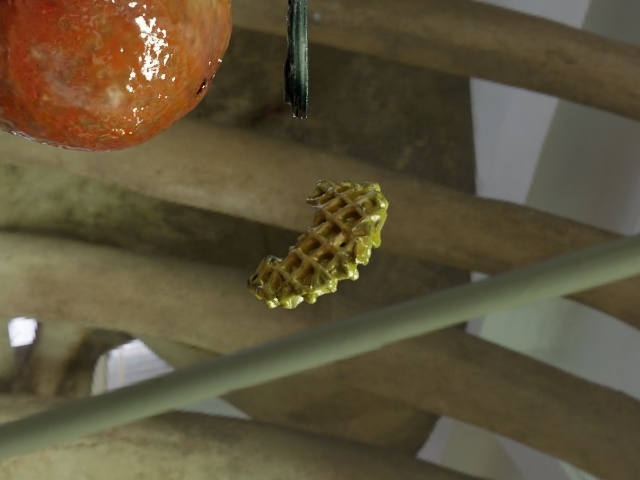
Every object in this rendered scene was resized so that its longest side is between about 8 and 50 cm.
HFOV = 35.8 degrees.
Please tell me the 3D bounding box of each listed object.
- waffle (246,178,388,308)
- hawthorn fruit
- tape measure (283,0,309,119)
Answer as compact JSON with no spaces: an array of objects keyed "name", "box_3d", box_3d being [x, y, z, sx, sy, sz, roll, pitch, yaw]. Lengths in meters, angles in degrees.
[{"name":"waffle","box_3d":[-0.002,-0.002,1.169,0.148,0.194,0.051,-2,-42,35]},{"name":"hawthorn fruit","box_3d":[-0.225,-0.230,0.868,0.307,0.275,0.276,74,-3,-65]},{"name":"tape measure","box_3d":[0.020,-0.316,1.010,0.215,0.097,0.352,-12,-109,56]}]
